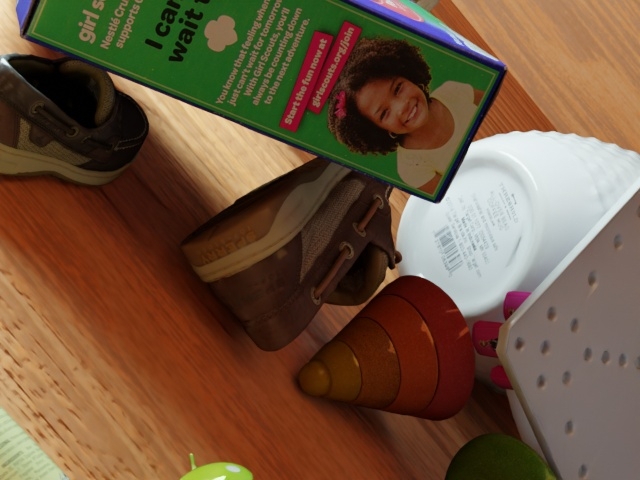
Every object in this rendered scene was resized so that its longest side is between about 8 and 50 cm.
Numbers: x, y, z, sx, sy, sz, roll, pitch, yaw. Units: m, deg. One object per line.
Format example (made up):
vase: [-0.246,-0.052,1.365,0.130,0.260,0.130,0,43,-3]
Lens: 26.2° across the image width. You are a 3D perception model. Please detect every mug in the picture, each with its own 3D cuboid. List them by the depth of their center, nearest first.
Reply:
mug: [0.245,0.075,1.332,0.328,0.276,0.374,20,55,-44]

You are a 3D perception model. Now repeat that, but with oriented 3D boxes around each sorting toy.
sorting toy: [0.090,0.198,1.025,0.126,0.127,0.365,-11,63,-36]

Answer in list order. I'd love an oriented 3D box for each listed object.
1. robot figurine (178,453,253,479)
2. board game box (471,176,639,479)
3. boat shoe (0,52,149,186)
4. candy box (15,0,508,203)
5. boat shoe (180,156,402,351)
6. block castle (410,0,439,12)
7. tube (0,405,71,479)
robot figurine: [-0.044,0.172,0.765,0.115,0.067,0.101,49,31,-8]
board game box: [0.321,0.114,1.216,0.390,0.050,0.390,-43,120,-30]
boat shoe: [-0.169,-0.088,0.940,0.080,0.073,0.223,55,20,10]
candy box: [-0.059,-0.166,1.023,0.317,0.122,0.268,19,14,-19]
boat shoe: [0.000,0.000,1.122,0.123,0.123,0.342,61,20,-5]
block castle: [-0.081,-0.345,1.419,0.453,0.213,0.303,44,31,-1]
tube: [-0.178,0.089,0.641,0.240,0.062,0.070,47,-25,2]
